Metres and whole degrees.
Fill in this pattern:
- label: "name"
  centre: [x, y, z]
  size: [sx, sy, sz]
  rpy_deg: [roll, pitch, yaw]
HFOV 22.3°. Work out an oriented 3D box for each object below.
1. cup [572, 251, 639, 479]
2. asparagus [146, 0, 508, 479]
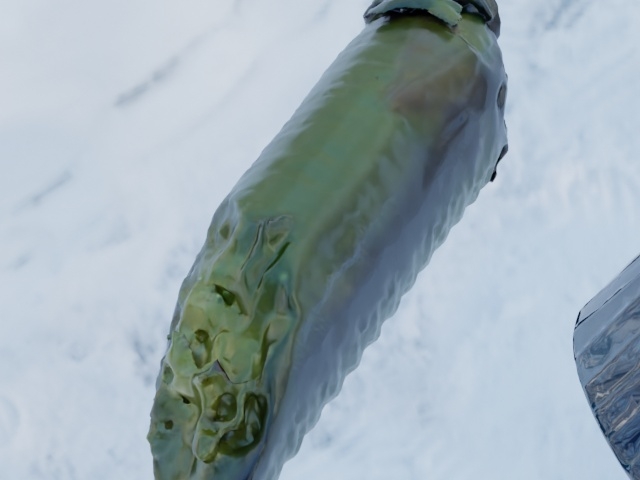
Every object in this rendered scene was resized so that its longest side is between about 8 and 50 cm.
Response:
- label: "cup"
  centre: [0.132, 0.010, 0.377]
  size: [0.138, 0.150, 0.113]
  rpy_deg: [-44, 40, 26]
- label: "asparagus"
  centre: [0.000, 0.000, 0.854]
  size: [0.108, 0.128, 0.382]
  rpy_deg: [15, 44, 22]
